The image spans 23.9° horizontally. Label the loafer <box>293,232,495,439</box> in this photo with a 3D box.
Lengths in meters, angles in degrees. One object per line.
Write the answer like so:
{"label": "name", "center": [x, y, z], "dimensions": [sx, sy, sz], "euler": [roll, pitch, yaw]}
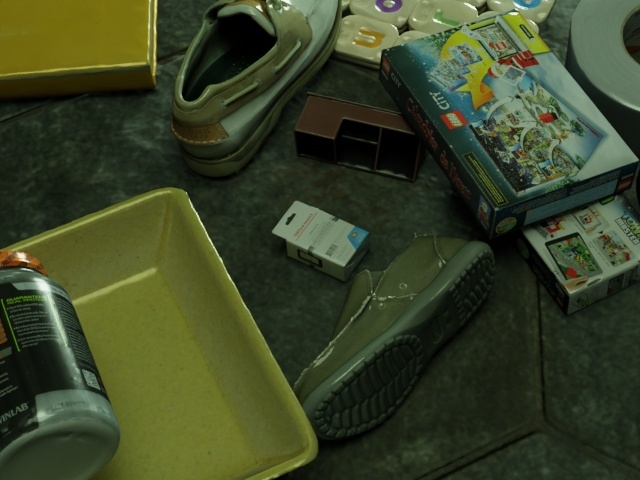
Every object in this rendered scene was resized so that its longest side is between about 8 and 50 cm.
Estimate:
{"label": "loafer", "center": [0.056, 0.082, 1.380], "dimensions": [0.087, 0.094, 0.251], "euler": [27, 54, 35]}

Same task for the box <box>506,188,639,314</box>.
{"label": "box", "center": [0.233, -0.033, 1.477], "dimensions": [0.114, 0.036, 0.207], "euler": [-23, 56, -13]}

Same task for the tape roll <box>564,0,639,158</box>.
{"label": "tape roll", "center": [0.363, -0.185, 1.560], "dimensions": [0.219, 0.072, 0.219], "euler": [-2, 53, 2]}

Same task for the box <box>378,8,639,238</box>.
{"label": "box", "center": [0.180, -0.120, 1.486], "dimensions": [0.159, 0.044, 0.233], "euler": [-19, 54, -17]}

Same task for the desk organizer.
{"label": "desk organizer", "center": [0.042, -0.104, 1.535], "dimensions": [0.130, 0.047, 0.050], "euler": [14, 58, 13]}

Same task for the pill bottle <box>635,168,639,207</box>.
{"label": "pill bottle", "center": [0.421, -0.069, 1.440], "dimensions": [0.219, 0.122, 0.123], "euler": [-28, 57, -17]}

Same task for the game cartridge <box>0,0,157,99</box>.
{"label": "game cartridge", "center": [-0.343, -0.269, 1.682], "dimensions": [0.324, 0.052, 0.285], "euler": [-5, 54, 2]}

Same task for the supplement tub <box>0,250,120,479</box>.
{"label": "supplement tub", "center": [-0.246, 0.107, 1.255], "dimensions": [0.117, 0.117, 0.190], "euler": [-19, 55, -11]}

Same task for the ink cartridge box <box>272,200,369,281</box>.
{"label": "ink cartridge box", "center": [0.000, 0.000, 1.471], "dimensions": [0.083, 0.028, 0.048], "euler": [25, 59, 20]}

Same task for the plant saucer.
{"label": "plant saucer", "center": [-0.212, 0.144, 1.347], "dimensions": [0.333, 0.081, 0.332], "euler": [-22, 55, -12]}

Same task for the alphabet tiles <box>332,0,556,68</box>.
{"label": "alphabet tiles", "center": [0.125, -0.288, 1.681], "dimensions": [0.278, 0.021, 0.284], "euler": [17, 56, 18]}

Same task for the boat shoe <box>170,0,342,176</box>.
{"label": "boat shoe", "center": [-0.062, -0.210, 1.572], "dimensions": [0.113, 0.103, 0.302], "euler": [12, 57, 21]}
